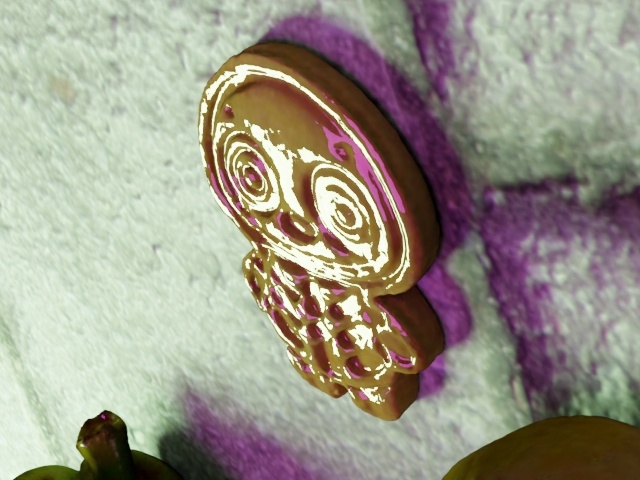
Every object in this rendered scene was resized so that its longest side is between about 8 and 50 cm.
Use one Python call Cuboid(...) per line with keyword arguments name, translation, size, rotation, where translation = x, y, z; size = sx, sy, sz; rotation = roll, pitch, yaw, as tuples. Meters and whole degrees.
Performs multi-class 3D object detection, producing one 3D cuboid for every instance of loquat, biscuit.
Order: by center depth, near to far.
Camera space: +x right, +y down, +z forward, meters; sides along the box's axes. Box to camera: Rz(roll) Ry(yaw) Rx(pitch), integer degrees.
Cuboid(name="loquat", translation=(0.159, 0.205, 1.139), size=(0.234, 0.176, 0.187), rotation=(8, 117, 55))
Cuboid(name="biscuit", translation=(-0.001, 0.000, 1.280), size=(0.202, 0.044, 0.288), rotation=(25, 136, 37))

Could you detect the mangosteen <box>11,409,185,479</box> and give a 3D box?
Cuboid(name="mangosteen", translation=(-0.178, 0.336, 1.627), size=(0.297, 0.313, 0.297), rotation=(50, -175, -6))
